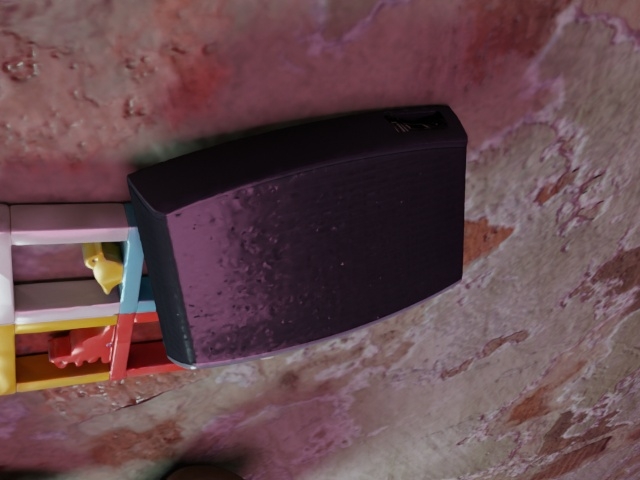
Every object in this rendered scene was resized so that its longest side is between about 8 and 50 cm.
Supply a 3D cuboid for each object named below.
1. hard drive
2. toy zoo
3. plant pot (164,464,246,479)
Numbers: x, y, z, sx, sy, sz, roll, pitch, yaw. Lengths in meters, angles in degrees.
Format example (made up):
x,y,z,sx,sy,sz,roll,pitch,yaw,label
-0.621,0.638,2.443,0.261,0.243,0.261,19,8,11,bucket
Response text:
x,y,z,sx,sy,sz,roll,pitch,yaw,label
0.000,0.000,0.491,0.255,0.054,0.172,-15,120,-20,hard drive
-0.155,0.048,0.529,0.293,0.030,0.192,-3,137,-26,toy zoo
-0.165,0.411,0.799,0.263,0.263,0.229,17,107,-40,plant pot
